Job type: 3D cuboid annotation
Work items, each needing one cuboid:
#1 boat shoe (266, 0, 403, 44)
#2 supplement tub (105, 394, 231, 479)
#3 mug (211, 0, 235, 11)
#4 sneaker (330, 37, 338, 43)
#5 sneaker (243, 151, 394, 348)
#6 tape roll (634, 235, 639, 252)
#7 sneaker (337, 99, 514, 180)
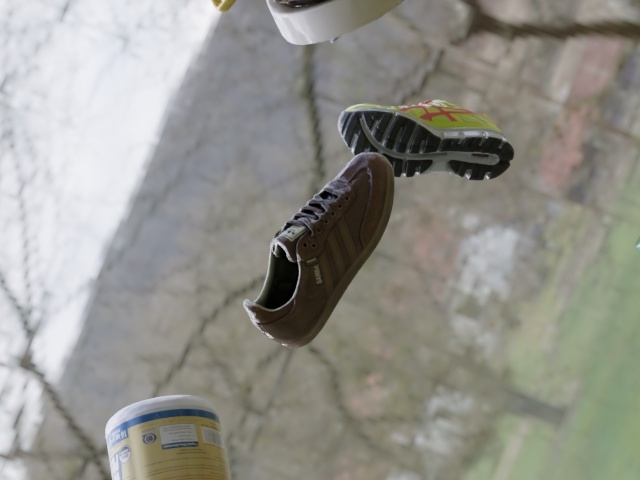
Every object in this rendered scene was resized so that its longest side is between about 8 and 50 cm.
[{"bbox_3d":[-0.025,-0.218,1.177,0.096,0.116,0.324,62,-177,-28],"label":"boat shoe"},{"bbox_3d":[-0.180,0.304,2.417,0.144,0.144,0.199,94,166,-64],"label":"supplement tub"},{"bbox_3d":[-0.059,-0.218,1.542,0.078,0.062,0.064,85,167,-55],"label":"mug"},{"bbox_3d":[0.008,-0.364,2.299,0.127,0.182,0.315,-43,14,29],"label":"sneaker"},{"bbox_3d":[0.000,0.000,1.697,0.071,0.066,0.188,34,-102,-43],"label":"sneaker"},{"bbox_3d":[0.421,-0.084,1.774,0.321,0.077,0.321,-47,-4,-4],"label":"tape roll"},{"bbox_3d":[0.117,-0.126,2.297,0.094,0.208,0.081,-101,27,-51],"label":"sneaker"}]
